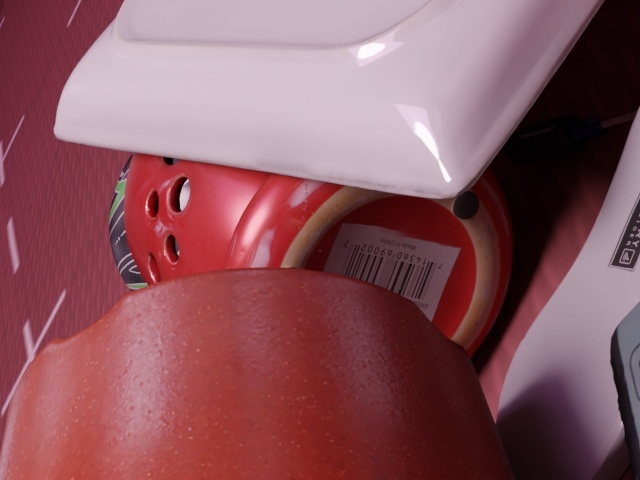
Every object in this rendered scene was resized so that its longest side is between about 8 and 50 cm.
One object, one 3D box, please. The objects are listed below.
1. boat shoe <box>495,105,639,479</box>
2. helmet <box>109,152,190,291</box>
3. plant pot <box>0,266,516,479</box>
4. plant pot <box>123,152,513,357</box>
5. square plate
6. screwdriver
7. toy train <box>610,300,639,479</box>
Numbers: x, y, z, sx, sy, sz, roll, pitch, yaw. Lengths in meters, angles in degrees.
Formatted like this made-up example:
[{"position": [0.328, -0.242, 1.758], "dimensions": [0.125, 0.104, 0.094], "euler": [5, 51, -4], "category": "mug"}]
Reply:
[{"position": [0.147, 0.027, 0.528], "dimensions": [0.219, 0.070, 0.077], "euler": [-64, 29, 1], "category": "boat shoe"}, {"position": [-0.073, -0.017, 0.902], "dimensions": [0.169, 0.169, 0.161], "euler": [-58, 10, 18], "category": "helmet"}, {"position": [-0.016, 0.170, 0.441], "dimensions": [0.272, 0.272, 0.265], "euler": [-49, 32, 33], "category": "plant pot"}, {"position": [0.000, 0.000, 0.712], "dimensions": [0.191, 0.191, 0.174], "euler": [-62, 31, 10], "category": "plant pot"}, {"position": [0.031, -0.179, 0.673], "dimensions": [0.347, 0.049, 0.344], "euler": [12, 60, 49], "category": "square plate"}, {"position": [0.155, -0.061, 0.648], "dimensions": [0.025, 0.024, 0.170], "euler": [-45, 17, -26], "category": "screwdriver"}, {"position": [0.181, 0.102, 0.336], "dimensions": [0.190, 0.142, 0.334], "euler": [121, 155, -45], "category": "toy train"}]
